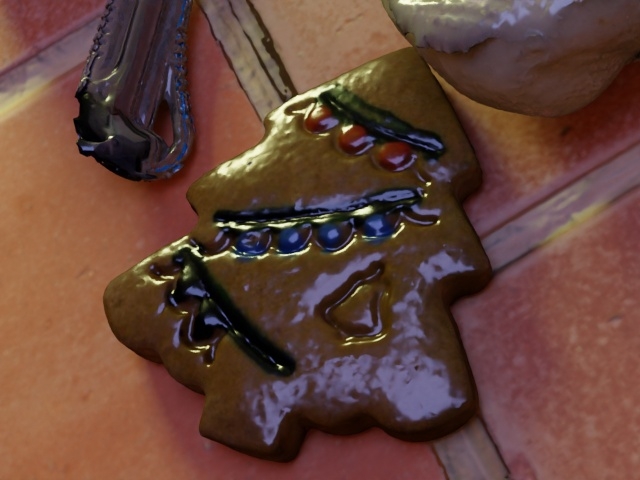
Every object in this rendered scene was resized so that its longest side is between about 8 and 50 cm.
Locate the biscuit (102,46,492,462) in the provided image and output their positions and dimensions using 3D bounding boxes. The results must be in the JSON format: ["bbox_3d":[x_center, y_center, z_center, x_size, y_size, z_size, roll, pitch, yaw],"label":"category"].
[{"bbox_3d":[-0.001,-0.001,1.305,0.278,0.043,0.301,10,68,27],"label":"biscuit"}]

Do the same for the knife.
[{"bbox_3d":[-0.107,-0.199,1.461,0.089,0.043,0.365,15,64,-6],"label":"knife"}]

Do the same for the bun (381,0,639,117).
[{"bbox_3d":[0.152,-0.193,1.286,0.239,0.141,0.239,-14,58,23],"label":"bun"}]
